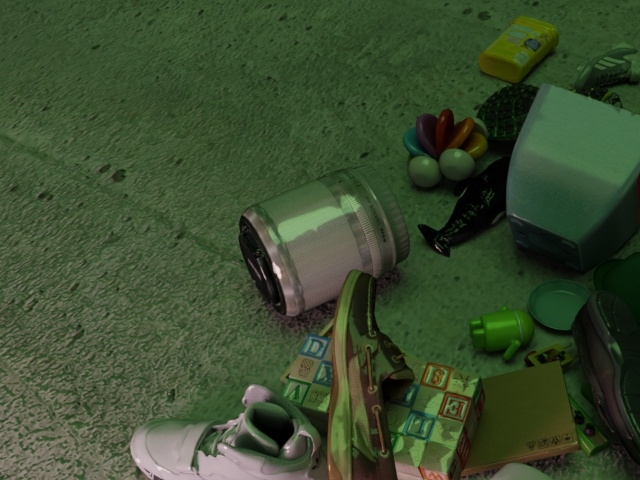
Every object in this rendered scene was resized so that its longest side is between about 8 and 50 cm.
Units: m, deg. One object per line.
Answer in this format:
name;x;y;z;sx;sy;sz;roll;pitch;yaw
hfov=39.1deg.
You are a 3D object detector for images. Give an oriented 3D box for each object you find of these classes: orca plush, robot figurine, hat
orca plush;0.311;-0.099;1.806;0.287;0.102;0.151;-29;48;-18
robot figurine;0.320;0.156;1.574;0.115;0.067;0.101;-9;36;0
hat;0.574;0.038;1.519;0.208;0.184;0.173;29;44;4

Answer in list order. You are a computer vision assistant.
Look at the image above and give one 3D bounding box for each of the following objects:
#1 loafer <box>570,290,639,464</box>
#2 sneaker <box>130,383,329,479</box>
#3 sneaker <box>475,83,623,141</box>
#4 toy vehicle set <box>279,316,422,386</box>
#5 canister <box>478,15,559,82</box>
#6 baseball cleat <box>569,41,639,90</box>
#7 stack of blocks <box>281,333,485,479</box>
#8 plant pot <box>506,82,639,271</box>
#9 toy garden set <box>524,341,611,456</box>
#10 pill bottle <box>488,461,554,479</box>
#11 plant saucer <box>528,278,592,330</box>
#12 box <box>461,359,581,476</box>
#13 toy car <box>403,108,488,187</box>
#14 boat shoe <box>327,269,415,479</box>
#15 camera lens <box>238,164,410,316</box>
loafer;0.469;0.223;1.419;0.109;0.095;0.303;14;47;-21
sneaker;-0.145;0.310;1.399;0.365;0.210;0.137;10;48;20
sneaker;0.480;-0.237;1.913;0.343;0.146;0.134;12;67;39
toy vehicle set;0.083;0.246;1.529;0.266;0.035;0.166;29;66;33
canister;0.473;-0.457;2.161;0.126;0.073;0.170;27;56;32
baseball cleat;0.667;-0.385;2.057;0.206;0.072;0.109;-39;58;-22
stack of blocks;0.091;0.270;1.426;0.297;0.087;0.171;11;58;24
plant pot;0.472;-0.095;1.678;0.247;0.248;0.252;27;77;27
toy garden set;0.482;0.217;1.497;0.244;0.049;0.204;-24;46;-14
pill bottle;0.189;0.473;1.178;0.363;0.210;0.210;-37;50;-25
plant saucer;0.434;0.120;1.623;0.119;0.021;0.119;-4;45;4
box;0.301;0.283;1.445;0.201;0.021;0.164;-17;41;17
toy car;0.251;-0.207;1.882;0.182;0.136;0.159;-10;39;38
boat shoe;0.081;0.204;1.352;0.123;0.123;0.342;0;58;8
camera lens;0.000;0.000;1.679;0.274;0.219;0.219;-23;46;-14
